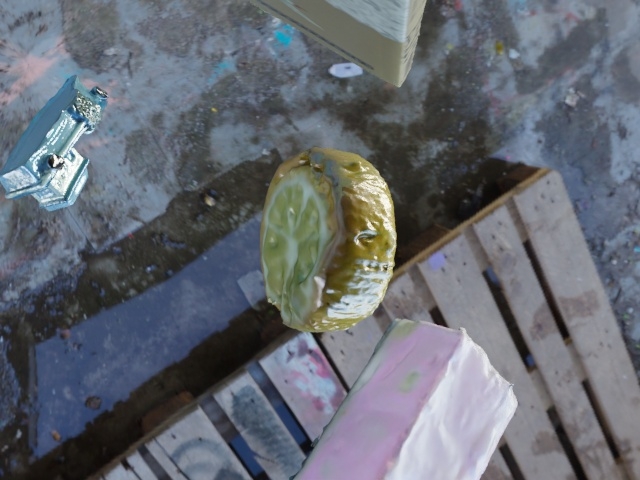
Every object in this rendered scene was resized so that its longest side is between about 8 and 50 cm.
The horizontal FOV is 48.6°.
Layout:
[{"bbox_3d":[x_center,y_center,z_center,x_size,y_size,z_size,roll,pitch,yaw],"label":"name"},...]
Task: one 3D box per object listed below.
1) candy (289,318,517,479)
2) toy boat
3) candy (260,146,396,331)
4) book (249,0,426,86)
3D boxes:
[{"bbox_3d":[0.090,0.227,0.760,0.155,0.115,0.265,48,65,-29],"label":"candy"},{"bbox_3d":[-0.362,-0.142,1.017,0.098,0.109,0.238,53,36,-39],"label":"toy boat"},{"bbox_3d":[0.000,0.000,0.971,0.117,0.260,0.260,6,101,-31],"label":"candy"},{"bbox_3d":[-0.046,-0.155,0.343,0.216,0.310,0.021,31,96,2],"label":"book"}]
